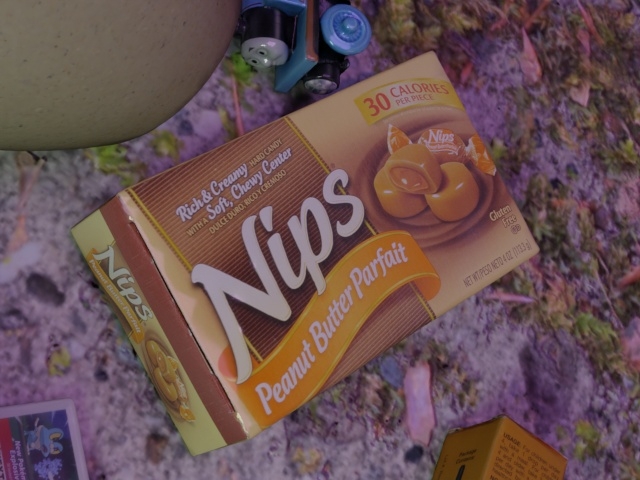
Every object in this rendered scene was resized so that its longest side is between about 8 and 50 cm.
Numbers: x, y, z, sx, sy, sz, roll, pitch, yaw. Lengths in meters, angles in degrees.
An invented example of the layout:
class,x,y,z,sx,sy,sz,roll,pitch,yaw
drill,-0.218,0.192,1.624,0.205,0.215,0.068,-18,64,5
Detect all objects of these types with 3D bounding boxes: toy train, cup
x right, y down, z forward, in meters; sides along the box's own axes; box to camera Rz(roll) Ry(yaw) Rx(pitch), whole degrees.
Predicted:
class,x,y,z,sx,sy,sz,roll,pitch,yaw
toy train,-0.019,-0.204,1.061,0.105,0.080,0.184,10,70,-21
cup,-0.183,-0.186,0.829,0.237,0.331,0.331,37,52,-49

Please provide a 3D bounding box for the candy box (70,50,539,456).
class,x,y,z,sx,sy,sz,roll,pitch,yaw
candy box,0.000,0.000,0.988,0.316,0.087,0.183,-29,90,-36

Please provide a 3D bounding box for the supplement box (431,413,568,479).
class,x,y,z,sx,sy,sz,roll,pitch,yaw
supplement box,0.106,0.247,0.975,0.080,0.078,0.233,32,59,-20

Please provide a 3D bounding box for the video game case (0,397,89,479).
class,x,y,z,sx,sy,sz,roll,pitch,yaw
video game case,-0.218,0.205,0.813,0.183,0.023,0.201,-4,75,-34
